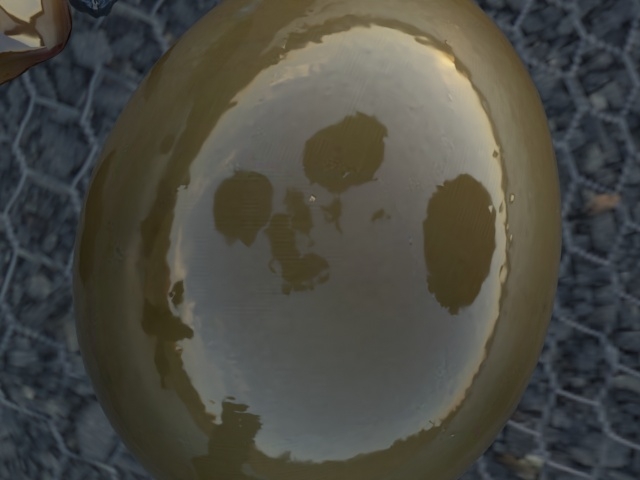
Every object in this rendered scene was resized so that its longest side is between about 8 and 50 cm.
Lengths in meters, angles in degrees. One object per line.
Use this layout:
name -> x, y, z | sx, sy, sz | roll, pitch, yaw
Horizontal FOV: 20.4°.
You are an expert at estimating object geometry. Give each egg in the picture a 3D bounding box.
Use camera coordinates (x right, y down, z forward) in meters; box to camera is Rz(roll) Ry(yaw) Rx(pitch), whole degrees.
egg -> 0.000, 0.000, 1.121 | 0.301, 0.301, 0.373 | 15, 66, -10

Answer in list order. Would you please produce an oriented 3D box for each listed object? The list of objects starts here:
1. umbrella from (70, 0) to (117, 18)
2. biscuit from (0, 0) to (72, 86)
umbrella -> -0.237, -0.218, 1.342 | 0.188, 0.050, 0.046 | 21, 69, -32
biscuit -> -0.171, -0.162, 0.368 | 0.107, 0.326, 0.325 | -27, 92, 17
